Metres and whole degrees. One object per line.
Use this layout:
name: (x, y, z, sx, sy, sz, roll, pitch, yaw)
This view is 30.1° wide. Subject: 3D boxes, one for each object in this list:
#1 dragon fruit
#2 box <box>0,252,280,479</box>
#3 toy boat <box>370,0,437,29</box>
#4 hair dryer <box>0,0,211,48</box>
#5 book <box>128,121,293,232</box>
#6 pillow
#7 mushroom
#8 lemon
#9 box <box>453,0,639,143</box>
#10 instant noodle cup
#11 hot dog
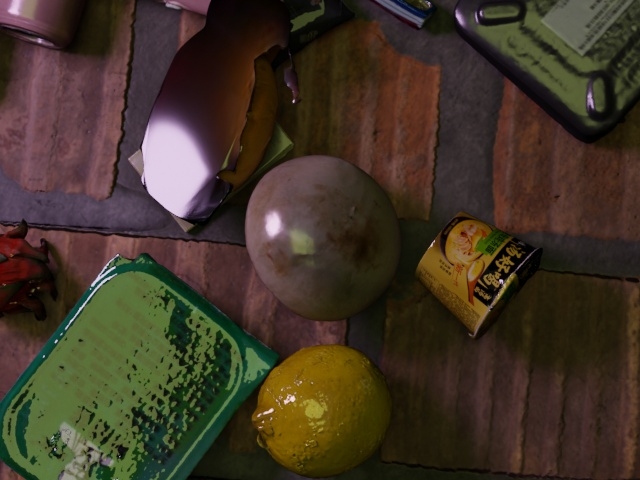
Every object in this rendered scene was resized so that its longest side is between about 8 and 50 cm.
dragon fruit: (-0.439, 0.047, 1.638, 0.142, 0.130, 0.121, -19, 42, -13)
box: (-0.253, 0.211, 1.614, 0.264, 0.106, 0.337, 38, 88, 7)
toy boat: (0.061, -0.377, 1.672, 0.229, 0.080, 0.046, 37, 122, 6)
hair dryer: (-0.271, -0.353, 1.661, 0.352, 0.125, 0.210, 16, 87, 2)
book: (-0.155, -0.125, 1.683, 0.198, 0.016, 0.138, -39, 84, -1)
pillow: (-0.034, -0.314, 1.678, 0.150, 0.048, 0.090, -34, 74, 4)
mushroom: (0.000, 0.000, 1.588, 0.226, 0.178, 0.227, 16, 57, -26)
lemon: (0.002, 0.223, 1.557, 0.206, 0.173, 0.174, -11, 83, -30)
box: (0.369, -0.322, 1.641, 0.289, 0.073, 0.290, 43, 88, 6)
instant noodle cup: (0.207, 0.040, 1.590, 0.122, 0.151, 0.151, 37, 88, 18)
hot dog: (-0.118, -0.177, 1.620, 0.194, 0.107, 0.326, 33, 88, 19)
